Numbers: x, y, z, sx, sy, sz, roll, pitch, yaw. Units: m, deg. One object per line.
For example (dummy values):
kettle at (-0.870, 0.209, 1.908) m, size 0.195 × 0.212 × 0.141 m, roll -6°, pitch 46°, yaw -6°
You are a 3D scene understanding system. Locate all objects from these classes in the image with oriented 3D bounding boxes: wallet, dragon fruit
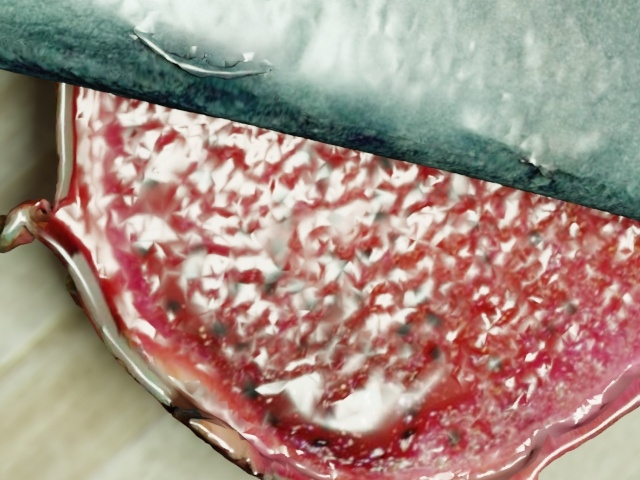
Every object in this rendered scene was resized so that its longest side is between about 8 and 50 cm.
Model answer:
wallet at (-0.023, -0.125, 0.531) m, size 0.379 × 0.046 × 0.190 m, roll 12°, pitch 94°, yaw -20°
dragon fruit at (-0.005, 0.004, 0.641) m, size 0.274 × 0.126 × 0.161 m, roll 26°, pitch 86°, yaw -18°
